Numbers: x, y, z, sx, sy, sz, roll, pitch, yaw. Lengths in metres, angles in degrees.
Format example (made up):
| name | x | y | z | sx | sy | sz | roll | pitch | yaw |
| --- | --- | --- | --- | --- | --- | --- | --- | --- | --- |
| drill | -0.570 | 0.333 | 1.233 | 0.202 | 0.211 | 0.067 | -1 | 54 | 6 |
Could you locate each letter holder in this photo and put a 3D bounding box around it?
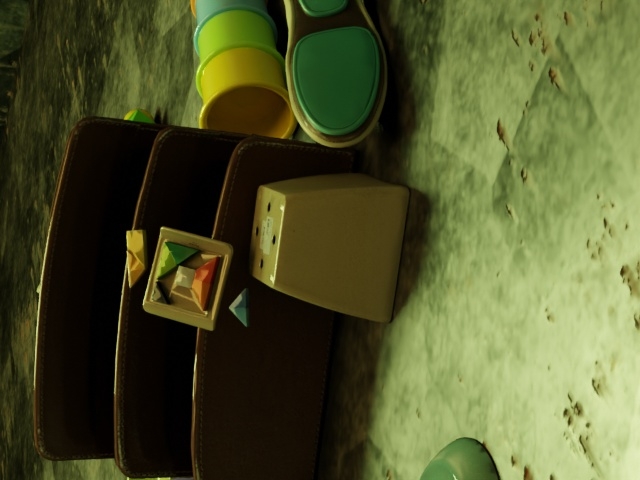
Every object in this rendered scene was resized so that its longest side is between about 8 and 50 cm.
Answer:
| name | x | y | z | sx | sy | sz | roll | pitch | yaw |
| --- | --- | --- | --- | --- | --- | --- | --- | --- | --- |
| letter holder | -0.114 | 0.055 | 1.313 | 0.152 | 0.214 | 0.302 | 13 | 97 | 54 |

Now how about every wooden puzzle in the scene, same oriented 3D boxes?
| name | x | y | z | sx | sy | sz | roll | pitch | yaw |
| --- | --- | --- | --- | --- | --- | --- | --- | --- | --- |
| wooden puzzle | -0.109 | 0.030 | 1.238 | 0.014 | 0.116 | 0.079 | -1 | -82 | -68 |

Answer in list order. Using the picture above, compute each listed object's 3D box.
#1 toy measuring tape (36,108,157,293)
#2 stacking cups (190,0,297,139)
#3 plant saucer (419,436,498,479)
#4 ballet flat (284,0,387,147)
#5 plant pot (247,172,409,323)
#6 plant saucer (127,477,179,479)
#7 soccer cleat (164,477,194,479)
| name | x | y | z | sx | sy | sz | roll | pitch | yaw |
| --- | --- | --- | --- | --- | --- | --- | --- | --- | --- |
| toy measuring tape | -0.285 | -0.038 | 1.903 | 0.121 | 0.121 | 0.330 | -56 | 9 | 52 |
| stacking cups | -0.094 | -0.218 | 1.554 | 0.316 | 0.096 | 0.096 | -105 | 28 | -45 |
| plant saucer | 0.088 | 0.193 | 1.048 | 0.119 | 0.021 | 0.119 | -175 | 90 | -70 |
| ballet flat | 0.010 | -0.165 | 1.301 | 0.086 | 0.086 | 0.248 | 123 | 148 | -52 |
| plant pot | 0.000 | 0.000 | 1.232 | 0.109 | 0.096 | 0.109 | -154 | 71 | -69 |
| plant saucer | -0.170 | 0.261 | 1.697 | 0.188 | 0.045 | 0.188 | 142 | 131 | -64 |
| soccer cleat | -0.136 | 0.320 | 1.483 | 0.318 | 0.116 | 0.109 | 117 | 152 | -44 |
